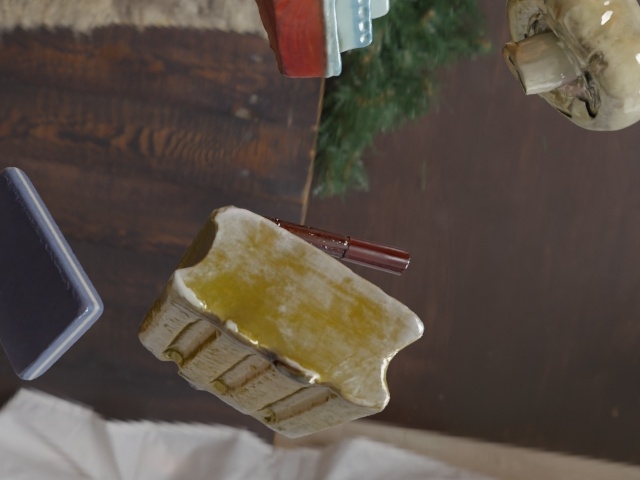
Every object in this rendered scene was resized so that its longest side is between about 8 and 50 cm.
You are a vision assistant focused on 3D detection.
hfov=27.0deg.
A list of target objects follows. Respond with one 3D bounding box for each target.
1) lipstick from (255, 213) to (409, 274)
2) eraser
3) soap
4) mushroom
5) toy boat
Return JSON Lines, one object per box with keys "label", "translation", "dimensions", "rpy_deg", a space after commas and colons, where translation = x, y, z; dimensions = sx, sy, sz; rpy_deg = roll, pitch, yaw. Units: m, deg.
{"label": "lipstick", "translation": [0.000, 0.000, 1.279], "dimensions": [0.176, 0.027, 0.027], "rpy_deg": [15, 126, -16]}
{"label": "eraser", "translation": [-0.244, 0.022, 1.087], "dimensions": [0.082, 0.225, 0.036], "rpy_deg": [-46, 137, 6]}
{"label": "soap", "translation": [-0.036, 0.060, 0.842], "dimensions": [0.140, 0.073, 0.232], "rpy_deg": [33, 163, -4]}
{"label": "mushroom", "translation": [0.210, -0.157, 1.093], "dimensions": [0.122, 0.154, 0.154], "rpy_deg": [-27, 122, -13]}
{"label": "toy boat", "translation": [-0.013, -0.314, 1.404], "dimensions": [0.133, 0.332, 0.145], "rpy_deg": [-13, 136, -6]}
